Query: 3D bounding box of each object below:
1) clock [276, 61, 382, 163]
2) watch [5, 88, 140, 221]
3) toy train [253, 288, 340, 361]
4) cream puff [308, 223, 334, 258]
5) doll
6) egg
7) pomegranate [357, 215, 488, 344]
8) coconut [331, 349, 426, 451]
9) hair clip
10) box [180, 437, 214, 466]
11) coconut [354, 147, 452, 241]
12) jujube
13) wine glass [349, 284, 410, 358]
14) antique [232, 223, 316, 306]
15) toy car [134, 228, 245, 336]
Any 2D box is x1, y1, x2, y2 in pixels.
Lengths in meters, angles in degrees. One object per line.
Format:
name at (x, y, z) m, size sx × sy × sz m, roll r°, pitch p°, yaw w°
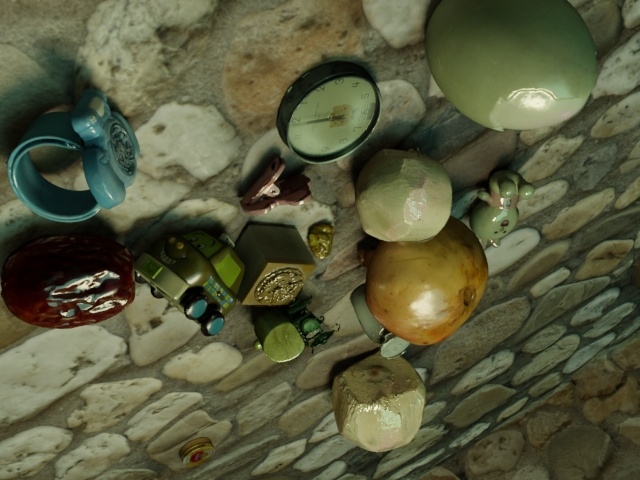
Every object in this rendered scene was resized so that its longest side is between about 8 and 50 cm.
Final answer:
clock at (0.022, -0.255, 1.465) m, size 0.225 × 0.049 × 0.226 m, roll -21°, pitch 142°, yaw -17°
watch at (-0.420, -0.136, 1.203) m, size 0.193 × 0.211 × 0.211 m, roll -16°, pitch 144°, yaw 8°
toy train at (-0.070, 0.222, 1.768) m, size 0.189 × 0.307 × 0.126 m, roll -43°, pitch 100°, yaw -6°
cream puff at (0.000, 0.000, 1.735) m, size 0.058 × 0.083 × 0.083 m, roll 10°, pitch 155°, yaw 11°
doll at (0.482, -0.090, 1.937) m, size 0.154 × 0.113 × 0.275 m, roll -9°, pitch 145°, yaw -15°
egg at (0.370, -0.348, 1.379) m, size 0.278 × 0.336 × 0.278 m, roll -25°, pitch 146°, yaw -18°
pomegranate at (0.245, 0.086, 1.811) m, size 0.338 × 0.338 × 0.338 m, roll -19°, pitch 141°, yaw -16°
coconut at (0.179, 0.511, 2.246) m, size 0.297 × 0.297 × 0.255 m, roll -13°, pitch 125°, yaw -24°
hair clip at (-0.092, -0.095, 1.520) m, size 0.102 × 0.123 × 0.138 m, roll 36°, pitch 104°, yaw -21°
box at (-0.379, 0.651, 2.213) m, size 0.105 × 0.037 × 0.106 m, roll -20°, pitch 142°, yaw -16°
coconut at (0.177, -0.100, 1.618) m, size 0.233 × 0.224 × 0.224 m, roll 16°, pitch 122°, yaw -42°
jujube at (-0.480, 0.080, 1.375) m, size 0.243 × 0.183 × 0.183 m, roll -1°, pitch 135°, yaw -17°
wine glass at (0.163, 0.215, 1.967) m, size 0.111 × 0.204 × 0.111 m, roll -18°, pitch 141°, yaw -15°
antique at (-0.115, 0.065, 1.648) m, size 0.146 × 0.148 × 0.152 m, roll 3°, pitch 133°, yaw -40°
toy car at (-0.263, 0.066, 1.543) m, size 0.198 × 0.204 × 0.248 m, roll -52°, pitch 147°, yaw -13°
